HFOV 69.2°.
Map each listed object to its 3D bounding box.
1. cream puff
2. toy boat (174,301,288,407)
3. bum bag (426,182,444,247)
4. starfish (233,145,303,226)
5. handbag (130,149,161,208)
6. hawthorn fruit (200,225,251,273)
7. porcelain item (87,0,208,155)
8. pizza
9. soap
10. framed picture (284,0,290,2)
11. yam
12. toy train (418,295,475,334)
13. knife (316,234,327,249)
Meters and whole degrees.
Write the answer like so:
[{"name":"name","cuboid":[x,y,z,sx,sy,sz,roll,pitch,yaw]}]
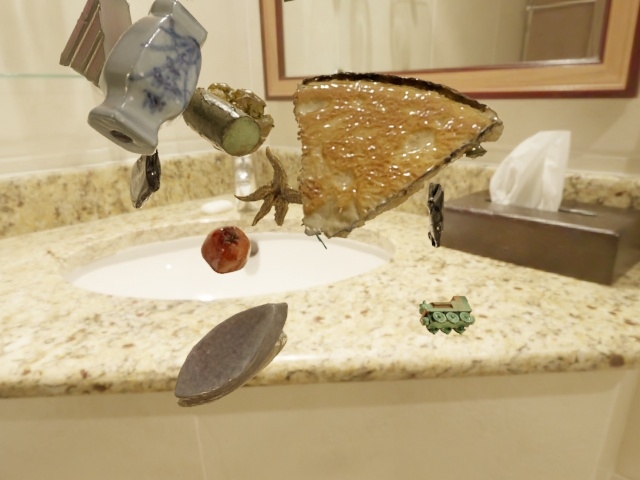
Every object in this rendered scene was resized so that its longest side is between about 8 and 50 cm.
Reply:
[{"name":"cream puff","cuboid":[-0.355,-0.535,1.991,0.257,0.324,0.291,-19,-4,22]},{"name":"toy boat","cuboid":[-0.168,0.251,0.949,0.276,0.293,0.111,-38,67,-20]},{"name":"bum bag","cuboid":[0.438,-0.096,1.770,0.060,0.248,0.123,-8,17,1]},{"name":"starfish","cuboid":[-0.148,-0.139,1.625,0.293,0.302,0.084,-40,19,39]},{"name":"handbag","cuboid":[-0.715,-0.252,1.891,0.075,0.191,0.332,3,-13,-36]},{"name":"hawthorn fruit","cuboid":[-0.391,0.025,1.978,0.211,0.211,0.299,-13,-18,-32]},{"name":"porcelain item","cuboid":[-0.461,-0.451,1.277,0.179,0.404,0.243,4,-23,39]},{"name":"pizza","cuboid":[0.141,-0.206,0.899,0.392,0.080,0.434,-12,57,9]},{"name":"soap","cuboid":[-0.689,-0.658,1.559,0.258,0.302,0.159,37,14,18]},{"name":"framed picture","cuboid":[-0.077,-0.988,1.719,0.232,0.172,0.010,12,48,36]},{"name":"yam","cuboid":[-0.363,-0.424,1.654,0.304,0.167,0.168,35,36,32]},{"name":"toy train","cuboid":[0.381,0.226,1.420,0.176,0.074,0.118,3,40,-16]},{"name":"knife","cuboid":[0.000,0.000,1.775,0.005,0.014,0.091,-7,56,-48]}]
